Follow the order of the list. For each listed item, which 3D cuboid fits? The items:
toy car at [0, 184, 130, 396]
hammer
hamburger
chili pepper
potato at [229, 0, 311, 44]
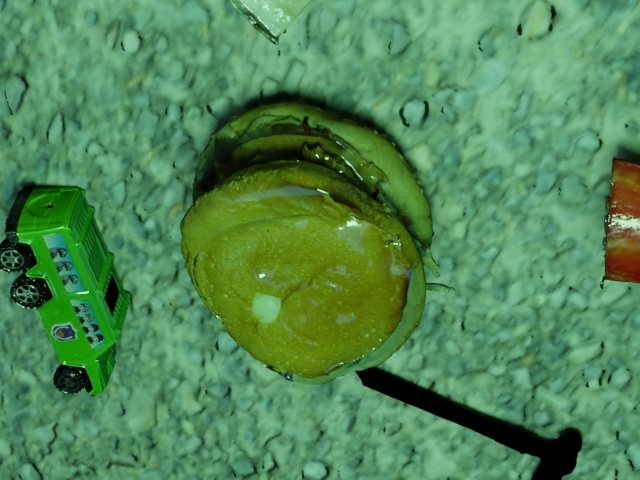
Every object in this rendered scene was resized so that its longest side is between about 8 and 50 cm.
[{"bbox_3d":[-0.182,0.038,1.122,0.063,0.071,0.165,-10,123,13],"label":"toy car"},{"bbox_3d":[0.101,0.131,1.107,0.178,0.021,0.065,22,133,6],"label":"hammer"},{"bbox_3d":[0.000,0.000,0.993,0.186,0.113,0.177,14,126,2],"label":"hamburger"},{"bbox_3d":[0.255,-0.008,0.909,0.169,0.065,0.088,4,144,14],"label":"chili pepper"},{"bbox_3d":[-0.044,-0.182,0.879,0.061,0.086,0.122,-38,106,26],"label":"potato"}]
